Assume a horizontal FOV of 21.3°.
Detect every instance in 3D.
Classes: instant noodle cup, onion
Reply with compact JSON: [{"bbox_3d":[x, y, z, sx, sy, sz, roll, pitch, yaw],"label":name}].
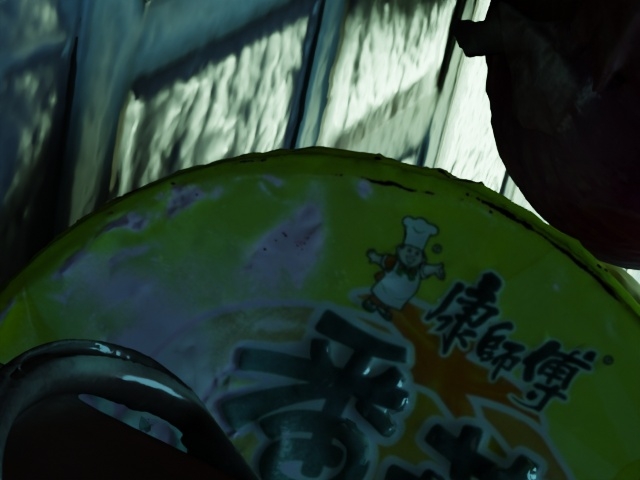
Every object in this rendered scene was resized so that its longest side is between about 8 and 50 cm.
[{"bbox_3d":[0.014,0.096,0.598,0.200,0.264,0.264,-13,124,-78],"label":"instant noodle cup"},{"bbox_3d":[0.226,-0.142,0.788,0.347,0.286,0.347,-161,-90,-85],"label":"onion"}]

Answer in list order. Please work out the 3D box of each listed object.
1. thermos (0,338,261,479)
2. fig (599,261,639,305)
[{"bbox_3d":[-0.054,0.093,0.403,0.099,0.232,0.124,-24,135,-65],"label":"thermos"},{"bbox_3d":[0.096,0.139,0.861,0.258,0.258,0.326,85,19,-54],"label":"fig"}]
